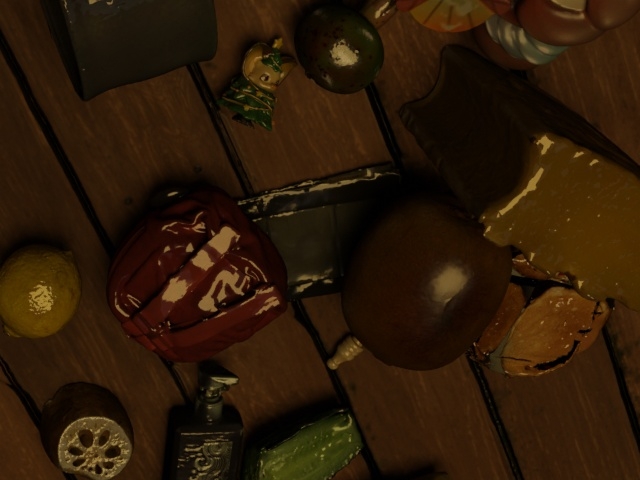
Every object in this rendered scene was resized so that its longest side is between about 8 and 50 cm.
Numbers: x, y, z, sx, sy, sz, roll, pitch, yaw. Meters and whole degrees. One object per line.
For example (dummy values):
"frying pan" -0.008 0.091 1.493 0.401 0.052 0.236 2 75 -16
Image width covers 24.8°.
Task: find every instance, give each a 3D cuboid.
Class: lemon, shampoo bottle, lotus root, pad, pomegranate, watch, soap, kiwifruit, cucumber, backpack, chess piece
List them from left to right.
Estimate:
"lemon" -0.346 0.063 1.773 0.109 0.109 0.133 33 96 -27
"lotus root" -0.302 0.251 1.902 0.122 0.081 0.112 26 99 -25
"watch" -0.230 -0.334 1.526 0.314 0.335 0.327 -19 138 -13
"backpack" -0.158 0.053 1.800 0.229 0.139 0.229 -4 119 -7
"shampoo bottle" -0.162 0.308 1.971 0.098 0.071 0.309 2 113 -14
"cucumber" -0.039 0.292 1.992 0.193 0.086 0.115 -27 121 -9
"pad" 0.000 0.000 1.891 0.233 0.022 0.174 -13 119 -8
"pomegranate" 0.036 -0.242 1.730 0.142 0.114 0.114 -44 119 -3
"chess piece" 0.044 0.141 1.967 0.092 0.035 0.035 -43 119 11
"kiwifruit" 0.130 0.056 1.833 0.196 0.196 0.234 15 113 -22
"soap" 0.275 -0.074 1.755 0.293 0.335 0.156 25 106 -23

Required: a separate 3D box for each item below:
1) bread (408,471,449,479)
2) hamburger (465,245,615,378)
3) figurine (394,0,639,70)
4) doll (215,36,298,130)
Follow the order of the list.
"bread" 0.068 0.428 2.063 0.268 0.130 0.152 -12 82 -10
"hamburger" 0.283 0.081 1.963 0.231 0.107 0.231 -10 122 -16
"figurine" 0.216 -0.345 1.624 0.388 0.248 0.276 27 108 -37
"doll" -0.082 -0.192 1.761 0.078 0.077 0.113 21 79 -50
